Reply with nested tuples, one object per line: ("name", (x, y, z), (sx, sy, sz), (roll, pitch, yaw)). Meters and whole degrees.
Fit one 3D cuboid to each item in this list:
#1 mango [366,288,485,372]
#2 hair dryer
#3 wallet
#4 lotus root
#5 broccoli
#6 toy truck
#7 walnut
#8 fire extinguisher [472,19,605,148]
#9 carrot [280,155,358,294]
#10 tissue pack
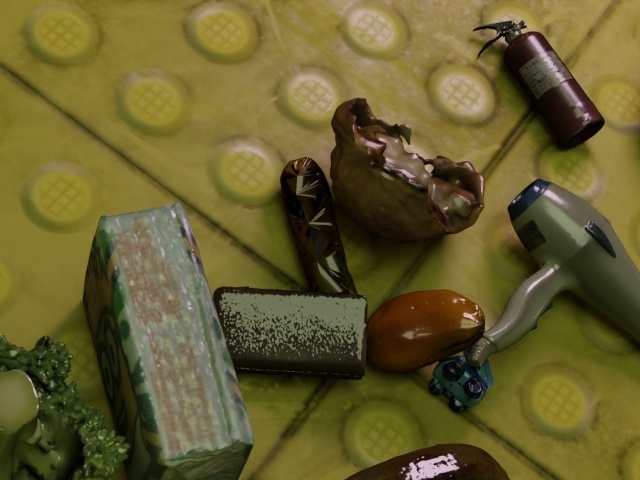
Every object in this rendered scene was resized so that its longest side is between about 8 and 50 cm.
("mango", (0.132, 0.115, 1.824), (0.159, 0.084, 0.105), (-9, 47, 7))
("hair dryer", (0.354, 0.097, 1.905), (0.295, 0.119, 0.298), (27, 64, -10))
("wallet", (-0.041, 0.116, 1.789), (0.198, 0.031, 0.110), (3, 81, -1))
("lotus root", (0.119, 0.316, 1.712), (0.241, 0.123, 0.124), (-14, 77, -19))
("broccoli", (-0.341, 0.241, 1.566), (0.235, 0.260, 0.288), (-3, 54, -55))
("toy truck", (0.190, 0.170, 1.850), (0.073, 0.056, 0.090), (41, 47, 3))
("walnut", (0.094, -0.069, 1.875), (0.238, 0.141, 0.204), (33, 22, -14))
("fire extinguisher", (0.312, -0.236, 2.086), (0.099, 0.071, 0.231), (-34, 74, 1))
("carrot", (-0.001, 0.000, 1.876), (0.069, 0.069, 0.229), (-8, 67, -19))
("tissue pack", (-0.183, 0.144, 1.656), (0.128, 0.228, 0.311), (-11, 66, -19))
